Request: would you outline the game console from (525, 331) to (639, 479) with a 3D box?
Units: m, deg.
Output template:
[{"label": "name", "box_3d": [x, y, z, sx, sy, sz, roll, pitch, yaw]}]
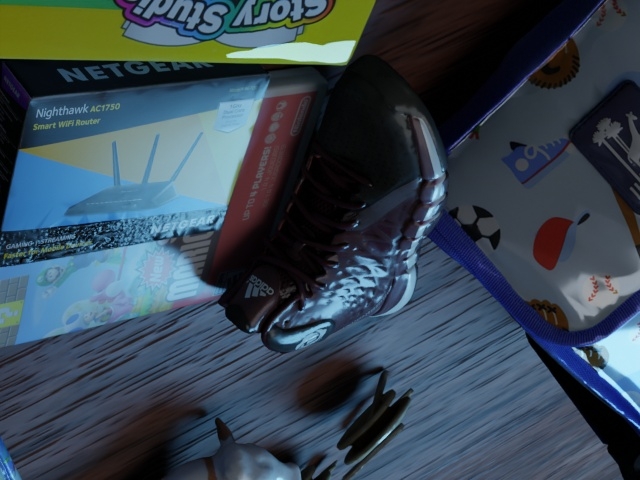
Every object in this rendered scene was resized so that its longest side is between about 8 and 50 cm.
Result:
[{"label": "game console", "box_3d": [0.359, 0.091, 1.465, 0.293, 0.173, 0.250, -40, -169, 11]}]

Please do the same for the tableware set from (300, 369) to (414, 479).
[{"label": "tableware set", "box_3d": [0.006, 0.204, 1.468, 0.194, 0.039, 0.128, -45, -178, 13]}]

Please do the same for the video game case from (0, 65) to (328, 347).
[{"label": "video game case", "box_3d": [-0.137, -0.021, 1.116, 0.285, 0.025, 0.204, -12, 135, -37]}]

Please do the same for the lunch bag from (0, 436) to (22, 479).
[{"label": "lunch bag", "box_3d": [-0.304, 0.197, 1.132, 0.176, 0.090, 0.219, -28, 142, -16]}]

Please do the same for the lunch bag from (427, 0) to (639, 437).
[{"label": "lunch bag", "box_3d": [0.275, -0.046, 1.329, 0.328, 0.239, 0.385, -44, 131, 3]}]

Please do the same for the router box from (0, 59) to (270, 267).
[{"label": "router box", "box_3d": [-0.131, -0.057, 1.018, 0.179, 0.046, 0.133, -11, 135, -37]}]

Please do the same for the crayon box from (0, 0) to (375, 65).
[{"label": "crayon box", "box_3d": [-0.094, -0.249, 0.827, 0.363, 0.106, 0.313, -3, 131, -37]}]

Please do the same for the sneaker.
[{"label": "sneaker", "box_3d": [0.000, 0.000, 1.161, 0.162, 0.106, 0.281, -33, 149, -23]}]

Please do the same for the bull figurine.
[{"label": "bull figurine", "box_3d": [-0.152, 0.288, 1.369, 0.310, 0.101, 0.188, -33, 147, -14]}]
